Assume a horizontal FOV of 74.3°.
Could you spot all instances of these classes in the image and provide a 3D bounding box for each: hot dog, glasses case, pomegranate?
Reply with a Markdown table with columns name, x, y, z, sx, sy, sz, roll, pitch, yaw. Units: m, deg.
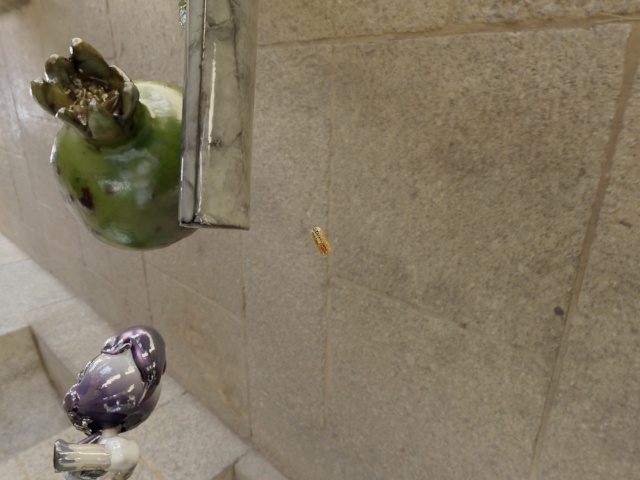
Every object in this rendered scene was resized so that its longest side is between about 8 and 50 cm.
| name | x | y | z | sx | sy | sz | roll | pitch | yaw |
| --- | --- | --- | --- | --- | --- | --- | --- | --- | --- |
| hot dog | 0.000 | 0.000 | 1.162 | 0.083 | 0.037 | 0.021 | 61 | 175 | 4 |
| glasses case | -0.103 | -0.160 | 0.433 | 0.060 | 0.114 | 0.299 | 2 | 90 | 9 |
| pomegranate | -0.252 | -0.101 | 0.559 | 0.242 | 0.306 | 0.242 | 1 | 96 | 5 |

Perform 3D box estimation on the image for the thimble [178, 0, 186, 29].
| name | x | y | z | sx | sy | sz | roll | pitch | yaw |
| --- | --- | --- | --- | --- | --- | --- | --- | --- | --- |
| thimble | -0.249 | -0.479 | 0.863 | 0.084 | 0.062 | 0.110 | -24 | 72 | 46 |

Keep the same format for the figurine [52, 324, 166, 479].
| name | x | y | z | sx | sy | sz | roll | pitch | yaw |
| --- | --- | --- | --- | --- | --- | --- | --- | --- | --- |
| figurine | -0.307 | 0.234 | 0.642 | 0.145 | 0.145 | 0.222 | -47 | 38 | 42 |
